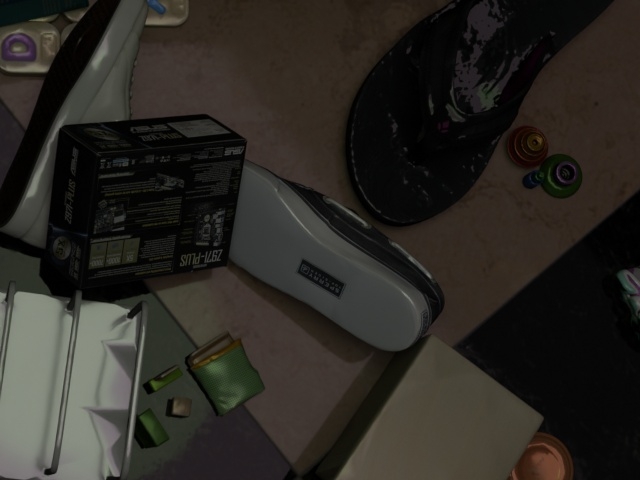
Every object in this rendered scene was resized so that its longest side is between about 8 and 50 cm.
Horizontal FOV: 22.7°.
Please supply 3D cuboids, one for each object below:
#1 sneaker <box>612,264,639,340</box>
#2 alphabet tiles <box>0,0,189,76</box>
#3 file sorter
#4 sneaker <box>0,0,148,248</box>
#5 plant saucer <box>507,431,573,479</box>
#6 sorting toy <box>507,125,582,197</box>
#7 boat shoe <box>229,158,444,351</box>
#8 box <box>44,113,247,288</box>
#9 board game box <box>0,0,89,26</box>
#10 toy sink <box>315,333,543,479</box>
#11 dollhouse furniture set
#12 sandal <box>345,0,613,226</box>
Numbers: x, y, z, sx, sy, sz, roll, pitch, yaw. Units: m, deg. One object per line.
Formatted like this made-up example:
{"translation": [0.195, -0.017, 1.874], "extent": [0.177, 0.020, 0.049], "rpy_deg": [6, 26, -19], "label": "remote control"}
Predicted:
{"translation": [0.380, 0.070, 1.802], "extent": [0.069, 0.038, 0.098], "rpy_deg": [-23, 88, -14], "label": "sneaker"}
{"translation": [-0.280, -0.316, 1.724], "extent": [0.278, 0.021, 0.284], "rpy_deg": [0, 83, -12], "label": "alphabet tiles"}
{"translation": [-0.319, 0.135, 1.574], "extent": [0.277, 0.173, 0.193], "rpy_deg": [8, 80, -11], "label": "file sorter"}
{"translation": [-0.231, -0.124, 1.669], "extent": [0.123, 0.106, 0.290], "rpy_deg": [25, 89, -29], "label": "sneaker"}
{"translation": [0.239, 0.253, 1.759], "extent": [0.083, 0.013, 0.083], "rpy_deg": [2, 81, -13], "label": "plant saucer"}
{"translation": [0.254, -0.087, 1.795], "extent": [0.102, 0.042, 0.061], "rpy_deg": [36, 76, -5], "label": "sorting toy"}
{"translation": [0.000, 0.000, 1.700], "extent": [0.301, 0.108, 0.102], "rpy_deg": [33, 31, 13], "label": "boat shoe"}
{"translation": [-0.176, -0.042, 1.613], "extent": [0.180, 0.077, 0.147], "rpy_deg": [-9, 120, -37], "label": "box"}
{"translation": [-0.400, -0.261, 1.555], "extent": [0.336, 0.254, 0.079], "rpy_deg": [-14, 84, -9], "label": "board game box"}
{"translation": [0.095, 0.240, 1.670], "extent": [0.153, 0.131, 0.234], "rpy_deg": [36, 72, -5], "label": "toy sink"}
{"translation": [-0.126, 0.157, 1.661], "extent": [0.151, 0.058, 0.076], "rpy_deg": [-32, 90, -22], "label": "dollhouse furniture set"}
{"translation": [0.184, -0.211, 1.764], "extent": [0.167, 0.107, 0.446], "rpy_deg": [39, 76, -4], "label": "sandal"}
